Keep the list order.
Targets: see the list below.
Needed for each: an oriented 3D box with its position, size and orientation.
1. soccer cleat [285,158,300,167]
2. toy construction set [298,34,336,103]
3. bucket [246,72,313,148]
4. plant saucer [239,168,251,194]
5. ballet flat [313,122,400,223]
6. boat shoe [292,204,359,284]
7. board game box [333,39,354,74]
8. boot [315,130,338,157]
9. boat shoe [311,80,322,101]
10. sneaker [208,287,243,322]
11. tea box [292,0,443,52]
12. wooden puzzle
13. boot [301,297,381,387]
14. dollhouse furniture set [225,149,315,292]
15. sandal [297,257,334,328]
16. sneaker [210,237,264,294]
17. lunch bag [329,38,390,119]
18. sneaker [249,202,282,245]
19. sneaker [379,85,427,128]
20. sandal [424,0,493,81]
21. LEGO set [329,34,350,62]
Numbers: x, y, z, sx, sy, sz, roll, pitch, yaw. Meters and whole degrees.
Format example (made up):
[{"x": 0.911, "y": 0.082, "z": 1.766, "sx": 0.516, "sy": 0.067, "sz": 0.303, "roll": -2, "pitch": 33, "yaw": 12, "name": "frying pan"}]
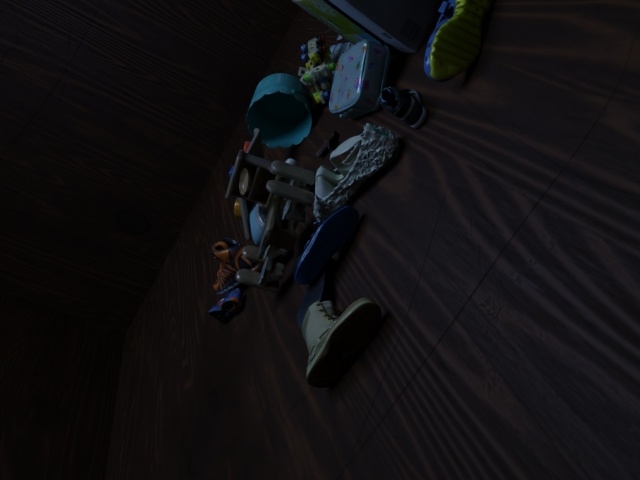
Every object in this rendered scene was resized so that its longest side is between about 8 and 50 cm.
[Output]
[{"x": -0.107, "y": -0.213, "z": 2.101, "sx": 0.196, "sy": 0.068, "sz": 0.076, "roll": 94, "pitch": -159, "yaw": -53, "name": "soccer cleat"}, {"x": 0.000, "y": -0.639, "z": 2.189, "sx": 0.151, "sy": 0.215, "sz": 0.327, "roll": -29, "pitch": 35, "yaw": 2, "name": "toy construction set"}, {"x": -0.162, "y": -0.538, "z": 2.390, "sx": 0.281, "sy": 0.281, "sz": 0.183, "roll": -45, "pitch": 28, "yaw": 38, "name": "bucket"}, {"x": -0.235, "y": -0.184, "z": 1.821, "sx": 0.083, "sy": 0.015, "sz": 0.083, "roll": -17, "pitch": 71, "yaw": 62, "name": "plant saucer"}, {"x": 0.068, "y": -0.204, "z": 1.698, "sx": 0.409, "sy": 0.147, "sz": 0.147, "roll": -43, "pitch": 30, "yaw": 42, "name": "ballet flat"}, {"x": 0.000, "y": 0.000, "z": 1.612, "sx": 0.258, "sy": 0.109, "sz": 0.089, "roll": -47, "pitch": 19, "yaw": -2, "name": "boat shoe"}, {"x": 0.139, "y": -0.703, "z": 2.173, "sx": 0.193, "sy": 0.053, "sz": 0.305, "roll": -63, "pitch": 22, "yaw": 3, "name": "board game box"}, {"x": 0.017, "y": -0.324, "z": 2.058, "sx": 0.114, "sy": 0.037, "sz": 0.106, "roll": -40, "pitch": 19, "yaw": 39, "name": "boot"}, {"x": 0.001, "y": -0.614, "z": 2.377, "sx": 0.207, "sy": 0.073, "sz": 0.073, "roll": -88, "pitch": -6, "yaw": -50, "name": "boat shoe"}, {"x": -0.358, "y": 0.252, "z": 2.241, "sx": 0.221, "sy": 0.083, "sz": 0.087, "roll": -32, "pitch": 25, "yaw": 44, "name": "sneaker"}, {"x": 0.146, "y": -0.762, "z": 1.804, "sx": 0.220, "sy": 0.329, "sz": 0.323, "roll": -63, "pitch": 31, "yaw": 4, "name": "tea box"}, {"x": -0.291, "y": -0.228, "z": 2.321, "sx": 0.322, "sy": 0.080, "sz": 0.348, "roll": 87, "pitch": -170, "yaw": -45, "name": "wooden puzzle"}, {"x": 0.040, "y": 0.197, "z": 1.389, "sx": 0.262, "sy": 0.095, "sz": 0.203, "roll": -59, "pitch": 21, "yaw": 24, "name": "boot"}, {"x": -0.194, "y": -0.107, "z": 1.905, "sx": 0.394, "sy": 0.256, "sz": 0.362, "roll": -86, "pitch": 15, "yaw": -56, "name": "dollhouse furniture set"}, {"x": 0.002, "y": 0.142, "z": 1.594, "sx": 0.097, "sy": 0.054, "sz": 0.254, "roll": -33, "pitch": 28, "yaw": 40, "name": "sandal"}, {"x": -0.357, "y": 0.088, "z": 2.228, "sx": 0.321, "sy": 0.180, "sz": 0.124, "roll": -32, "pitch": 15, "yaw": 45, "name": "sneaker"}, {"x": 0.125, "y": -0.517, "z": 1.902, "sx": 0.279, "sy": 0.108, "sz": 0.224, "roll": -173, "pitch": 90, "yaw": -71, "name": "lunch bag"}, {"x": -0.222, "y": -0.127, "z": 2.255, "sx": 0.150, "sy": 0.135, "sz": 0.366, "roll": -53, "pitch": 20, "yaw": 35, "name": "sneaker"}, {"x": 0.212, "y": -0.392, "z": 1.592, "sx": 0.079, "sy": 0.121, "sz": 0.217, "roll": -55, "pitch": 24, "yaw": 20, "name": "sneaker"}, {"x": 0.340, "y": -0.528, "z": 1.478, "sx": 0.317, "sy": 0.126, "sz": 0.138, "roll": -63, "pitch": 17, "yaw": -20, "name": "sandal"}, {"x": 0.087, "y": -0.818, "z": 2.270, "sx": 0.244, "sy": 0.060, "sz": 0.182, "roll": -63, "pitch": 25, "yaw": 1, "name": "LEGO set"}]
